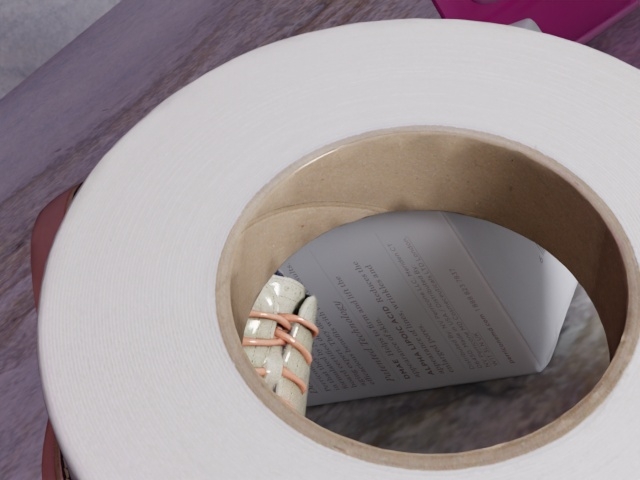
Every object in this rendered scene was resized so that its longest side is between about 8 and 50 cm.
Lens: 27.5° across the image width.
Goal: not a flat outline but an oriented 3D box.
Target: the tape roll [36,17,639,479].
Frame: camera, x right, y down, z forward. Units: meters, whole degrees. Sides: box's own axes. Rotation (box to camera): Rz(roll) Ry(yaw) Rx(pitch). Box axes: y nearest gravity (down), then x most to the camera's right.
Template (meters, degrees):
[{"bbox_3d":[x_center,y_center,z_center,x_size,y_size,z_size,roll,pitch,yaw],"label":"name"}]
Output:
[{"bbox_3d":[0.052,0.041,0.661,0.392,0.072,0.392,-1,51,1],"label":"tape roll"}]

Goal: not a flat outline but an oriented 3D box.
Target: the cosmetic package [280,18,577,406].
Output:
[{"bbox_3d":[0.000,0.000,0.972,0.385,0.156,0.217,-15,31,41],"label":"cosmetic package"}]

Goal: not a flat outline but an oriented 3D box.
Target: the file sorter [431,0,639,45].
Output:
[{"bbox_3d":[0.184,-0.260,1.050,0.202,0.291,0.182,-35,26,0],"label":"file sorter"}]

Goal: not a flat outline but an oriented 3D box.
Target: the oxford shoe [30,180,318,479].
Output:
[{"bbox_3d":[-0.067,0.089,0.745,0.146,0.140,0.397,-37,53,23],"label":"oxford shoe"}]
